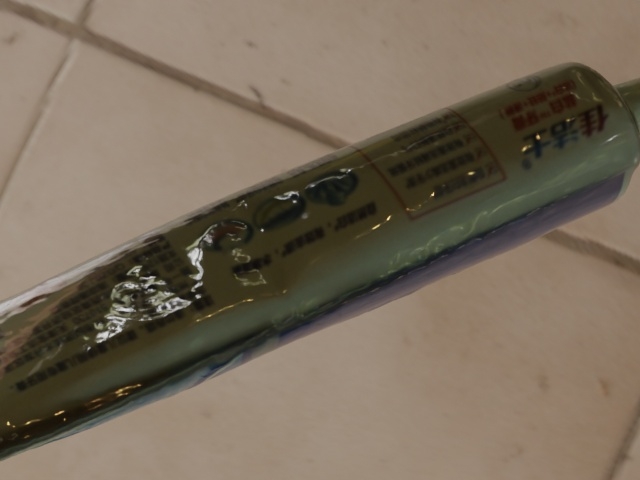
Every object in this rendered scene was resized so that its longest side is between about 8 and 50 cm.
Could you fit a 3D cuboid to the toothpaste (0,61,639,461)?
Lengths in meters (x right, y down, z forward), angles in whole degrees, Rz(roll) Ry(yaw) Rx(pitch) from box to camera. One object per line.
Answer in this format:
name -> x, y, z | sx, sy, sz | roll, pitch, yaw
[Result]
toothpaste -> 0.001, 0.001, 0.524 | 0.268, 0.047, 0.069 | -22, 55, -21
